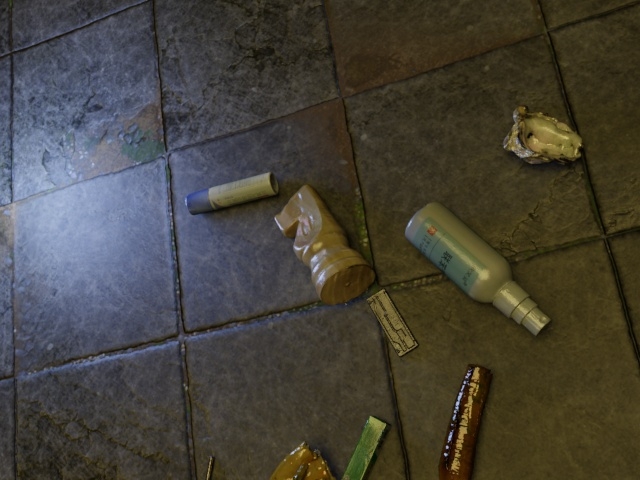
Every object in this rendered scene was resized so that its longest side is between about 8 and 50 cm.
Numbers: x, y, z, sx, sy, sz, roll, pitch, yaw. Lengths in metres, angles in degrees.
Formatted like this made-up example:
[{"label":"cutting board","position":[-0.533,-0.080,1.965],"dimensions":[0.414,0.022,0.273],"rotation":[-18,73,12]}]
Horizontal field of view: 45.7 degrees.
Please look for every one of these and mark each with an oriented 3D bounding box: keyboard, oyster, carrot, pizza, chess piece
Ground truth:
[{"label":"keyboard","position":[0.157,0.179,1.674],"dimensions":[0.053,0.010,0.155],"rotation":[-33,66,9]},{"label":"oyster","position":[0.475,-0.221,1.643],"dimensions":[0.163,0.081,0.191],"rotation":[-3,56,-4]},{"label":"carrot","position":[0.294,0.377,1.534],"dimensions":[0.070,0.070,0.260],"rotation":[12,77,24]},{"label":"pizza","position":[-0.064,0.596,1.587],"dimensions":[0.268,0.087,0.257],"rotation":[-40,62,19]},{"label":"chess piece","position":[0.000,0.000,1.740],"dimensions":[0.137,0.137,0.300],"rotation":[-37,53,8]}]

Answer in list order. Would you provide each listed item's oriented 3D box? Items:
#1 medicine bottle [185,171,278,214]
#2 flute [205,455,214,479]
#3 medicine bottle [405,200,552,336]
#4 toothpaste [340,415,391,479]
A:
[{"label":"medicine bottle","position":[-0.219,-0.115,1.879],"dimensions":[0.231,0.059,0.059],"rotation":[-13,70,18]},{"label":"flute","position":[-0.270,0.622,1.709],"dimensions":[0.014,0.014,0.269],"rotation":[4,76,22]},{"label":"medicine bottle","position":[0.332,0.064,1.584],"dimensions":[0.110,0.110,0.352],"rotation":[-46,65,3]},{"label":"toothpaste","position":[0.092,0.461,1.604],"dimensions":[0.043,0.037,0.178],"rotation":[22,83,29]}]
